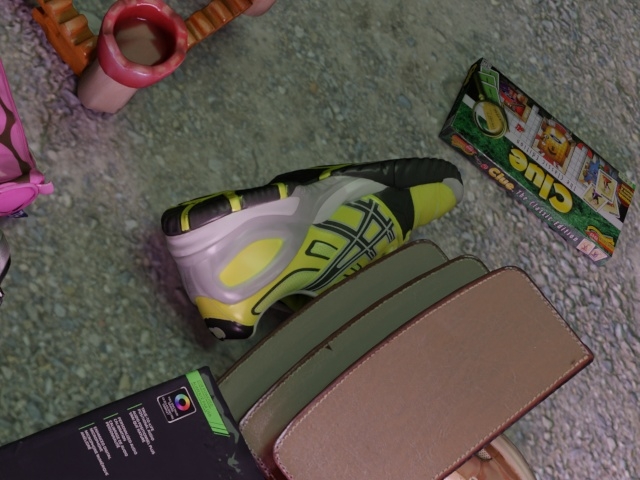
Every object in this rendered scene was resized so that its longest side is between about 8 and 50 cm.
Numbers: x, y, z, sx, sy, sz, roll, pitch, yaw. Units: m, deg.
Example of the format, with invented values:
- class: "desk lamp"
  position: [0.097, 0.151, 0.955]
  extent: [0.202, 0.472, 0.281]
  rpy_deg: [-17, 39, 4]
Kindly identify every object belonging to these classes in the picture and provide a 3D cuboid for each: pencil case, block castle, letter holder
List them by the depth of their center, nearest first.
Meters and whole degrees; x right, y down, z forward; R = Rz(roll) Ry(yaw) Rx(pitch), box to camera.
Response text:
- class: "letter holder"
  position: [0.061, 0.130, 1.673]
  extent: [0.302, 0.152, 0.214]
  rpy_deg: [-36, 83, -19]
- class: "pencil case"
  position: [-0.326, -0.122, 1.676]
  extent: [0.098, 0.095, 0.209]
  rpy_deg: [-19, 77, -3]
- class: "block castle"
  position: [-0.217, -0.385, 1.782]
  extent: [0.303, 0.213, 0.453]
  rpy_deg: [-37, 89, -29]

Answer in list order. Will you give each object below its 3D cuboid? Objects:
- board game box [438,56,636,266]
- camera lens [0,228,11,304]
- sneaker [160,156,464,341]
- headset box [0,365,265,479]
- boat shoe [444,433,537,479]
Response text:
- class: "board game box"
  position: [0.265, -0.095, 2.147]
  extent: [0.260, 0.030, 0.136]
  rpy_deg: [38, 51, -14]
- class: "camera lens"
  position: [-0.409, 0.016, 1.446]
  extent: [0.274, 0.219, 0.219]
  rpy_deg: [38, 48, -13]
- class: "sneaker"
  position: [0.000, 0.000, 1.844]
  extent: [0.385, 0.145, 0.147]
  rpy_deg: [-16, 97, -39]
- class: "headset box"
  position: [-0.164, 0.272, 1.544]
  extent: [0.283, 0.131, 0.246]
  rpy_deg: [-19, 78, -42]
- class: "boat shoe"
  position: [0.101, 0.214, 1.797]
  extent: [0.120, 0.122, 0.324]
  rpy_deg: [-32, 80, -36]
